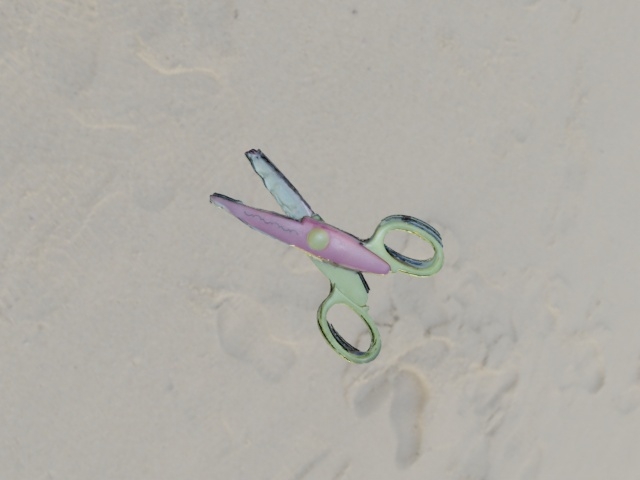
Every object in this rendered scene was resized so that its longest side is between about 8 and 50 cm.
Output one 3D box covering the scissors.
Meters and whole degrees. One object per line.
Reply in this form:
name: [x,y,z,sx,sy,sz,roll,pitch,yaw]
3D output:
scissors: [0.000,0.000,0.716,0.133,0.187,0.020,-53,180,-16]
